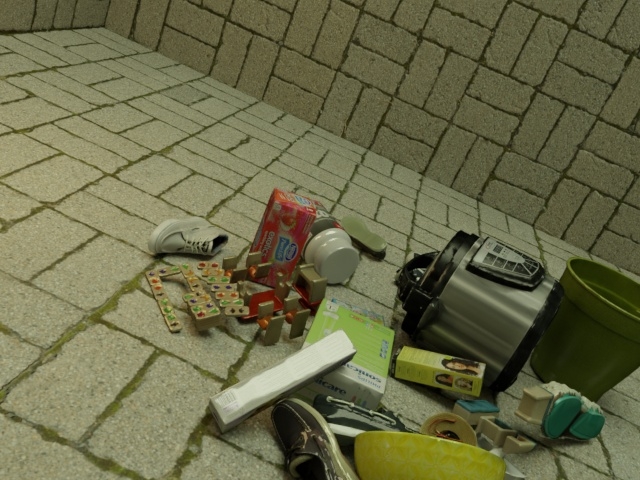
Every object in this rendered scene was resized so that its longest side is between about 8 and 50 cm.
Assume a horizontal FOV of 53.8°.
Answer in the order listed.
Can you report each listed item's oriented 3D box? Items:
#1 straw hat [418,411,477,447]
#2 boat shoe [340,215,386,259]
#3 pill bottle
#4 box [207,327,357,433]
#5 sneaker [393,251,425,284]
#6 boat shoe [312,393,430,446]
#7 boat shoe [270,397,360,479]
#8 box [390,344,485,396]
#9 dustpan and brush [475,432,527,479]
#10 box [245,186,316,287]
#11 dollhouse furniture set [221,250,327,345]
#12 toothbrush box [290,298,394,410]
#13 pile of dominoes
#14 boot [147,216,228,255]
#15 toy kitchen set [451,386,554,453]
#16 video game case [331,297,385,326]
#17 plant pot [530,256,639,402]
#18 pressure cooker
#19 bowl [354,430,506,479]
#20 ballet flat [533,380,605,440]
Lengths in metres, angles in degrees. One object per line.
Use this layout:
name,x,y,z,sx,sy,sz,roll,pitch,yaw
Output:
straw hat,0.292,0.469,1.430,0.144,0.144,0.061,50,-8,45
boat shoe,0.155,-0.009,2.303,0.081,0.069,0.227,-31,48,-20
pill bottle,0.000,0.000,2.015,0.161,0.161,0.283,7,29,-35
box,-0.074,0.285,1.299,0.324,0.063,0.067,-25,67,-27
sneaker,0.312,0.104,2.175,0.153,0.094,0.235,22,32,-28
boat shoe,0.124,0.397,1.340,0.302,0.114,0.091,19,55,-16
boat shoe,-0.019,0.418,1.204,0.092,0.103,0.285,6,35,-46
box,0.304,0.336,1.637,0.232,0.058,0.087,9,18,18
dustpan and brush,0.386,0.506,1.449,0.211,0.060,0.147,-4,36,-48
box,-0.115,-0.005,1.796,0.128,0.257,0.123,19,23,-13
dollhouse furniture set,-0.113,0.156,1.675,0.259,0.135,0.262,-10,39,-35
toothbrush box,0.052,0.287,1.515,0.206,0.122,0.283,24,23,1
pile of dominoes,-0.305,0.119,1.551,0.195,0.040,0.251,-14,40,-24
boot,-0.358,-0.004,1.763,0.123,0.095,0.258,24,22,17
toy kitchen set,0.454,0.401,1.532,0.122,0.166,0.207,12,10,-37
video game case,0.109,0.228,1.824,0.166,0.015,0.119,20,24,-8
plant pot,0.842,0.298,1.949,0.366,0.353,0.366,19,24,-9
pressure cooker,0.422,0.180,1.796,0.420,0.376,0.370,31,-16,17
bowl,0.194,0.470,1.175,0.289,0.289,0.156,19,62,-12
ballet flat,0.616,0.443,1.648,0.409,0.147,0.147,32,12,-46
